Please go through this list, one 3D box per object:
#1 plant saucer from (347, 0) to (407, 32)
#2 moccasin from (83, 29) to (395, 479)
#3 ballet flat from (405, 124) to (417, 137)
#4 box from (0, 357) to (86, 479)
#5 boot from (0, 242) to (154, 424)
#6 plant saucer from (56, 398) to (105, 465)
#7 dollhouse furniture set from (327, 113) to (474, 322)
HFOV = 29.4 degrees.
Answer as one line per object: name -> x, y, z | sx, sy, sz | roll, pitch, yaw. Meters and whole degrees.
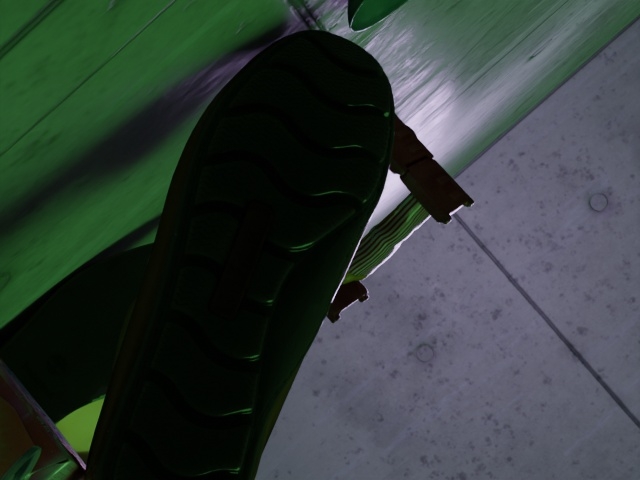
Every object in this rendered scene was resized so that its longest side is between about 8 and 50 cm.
plant saucer -> 0.060, -0.197, 0.871 | 0.119, 0.021, 0.119 | -39, 175, -5
moccasin -> -0.050, 0.029, 0.804 | 0.147, 0.139, 0.380 | 136, -30, -66
ballet flat -> 0.061, -0.092, 1.565 | 0.173, 0.049, 0.057 | -39, 173, -20
box -> -0.243, 0.134, 0.755 | 0.142, 0.154, 0.300 | -39, 175, -14
boot -> -0.216, 0.094, 1.032 | 0.305, 0.112, 0.115 | -36, -166, -20
plant saucer -> -0.202, 0.140, 1.144 | 0.200, 0.200, 0.037 | -40, -143, -11
dollhouse furniture set -> 0.000, 0.000, 1.335 | 0.201, 0.152, 0.374 | -44, 174, 27
